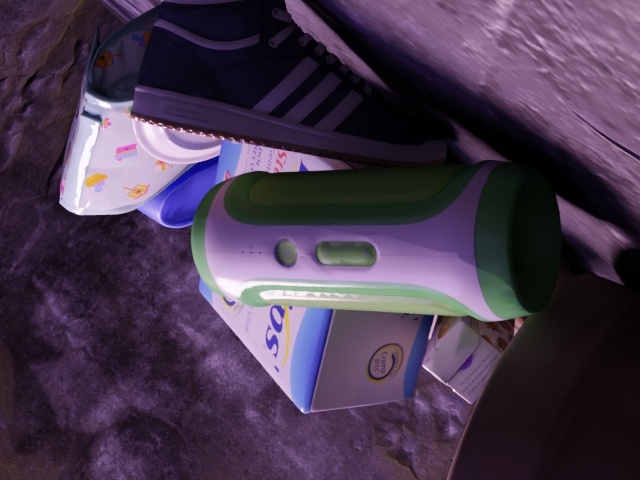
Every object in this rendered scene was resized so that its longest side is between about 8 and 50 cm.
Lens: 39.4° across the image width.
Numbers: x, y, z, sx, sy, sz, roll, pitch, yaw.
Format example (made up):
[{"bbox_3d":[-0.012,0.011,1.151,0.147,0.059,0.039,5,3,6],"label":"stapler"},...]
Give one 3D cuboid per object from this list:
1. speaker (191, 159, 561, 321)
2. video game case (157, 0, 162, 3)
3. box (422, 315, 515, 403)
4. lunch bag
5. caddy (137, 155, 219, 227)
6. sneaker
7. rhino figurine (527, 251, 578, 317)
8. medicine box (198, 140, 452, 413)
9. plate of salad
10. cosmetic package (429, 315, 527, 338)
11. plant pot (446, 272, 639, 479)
[{"bbox_3d":[0.038,-0.001,0.741,0.297,0.131,0.131,0,155,35],"label":"speaker"},{"bbox_3d":[-0.321,-0.445,1.358,0.193,0.023,0.212,40,-179,29],"label":"video game case"},{"bbox_3d":[0.171,0.073,0.977,0.063,0.067,0.324,39,-159,1],"label":"box"},{"bbox_3d":[-0.229,-0.168,1.150,0.160,0.262,0.223,40,137,6],"label":"lunch bag"},{"bbox_3d":[-0.220,-0.175,1.474,0.179,0.241,0.341,35,-138,25],"label":"caddy"},{"bbox_3d":[-0.011,-0.152,0.772,0.282,0.153,0.099,9,-174,-16],"label":"sneaker"},{"bbox_3d":[0.228,0.046,0.922,0.243,0.073,0.106,37,-174,-43],"label":"rhino figurine"},{"bbox_3d":[0.000,0.000,1.001,0.149,0.263,0.289,-2,-154,-31],"label":"medicine box"},{"bbox_3d":[-0.132,-0.174,1.042,0.048,0.200,0.200,50,-175,32],"label":"plate of salad"},{"bbox_3d":[0.214,0.090,1.284,0.309,0.113,0.160,39,-158,-32],"label":"cosmetic package"},{"bbox_3d":[0.287,0.219,0.699,0.280,0.323,0.323,21,168,35],"label":"plant pot"}]
